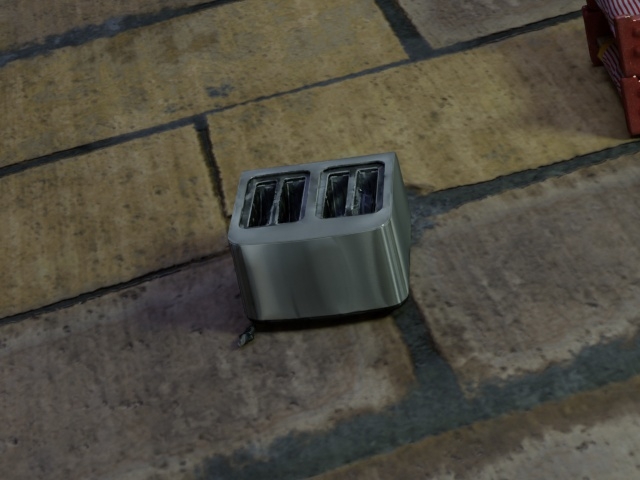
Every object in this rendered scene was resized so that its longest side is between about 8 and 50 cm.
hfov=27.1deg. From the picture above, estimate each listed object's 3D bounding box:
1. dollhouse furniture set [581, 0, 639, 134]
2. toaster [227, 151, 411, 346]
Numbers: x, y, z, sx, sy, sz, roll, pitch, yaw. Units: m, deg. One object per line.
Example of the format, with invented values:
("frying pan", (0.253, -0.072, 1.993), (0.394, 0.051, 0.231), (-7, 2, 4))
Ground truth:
("dollhouse furniture set", (0.492, -0.260, 1.485), (0.374, 0.152, 0.201), (-12, 34, 2))
("toaster", (0.000, 0.000, 1.314), (0.168, 0.110, 0.185), (-7, 35, 11))
